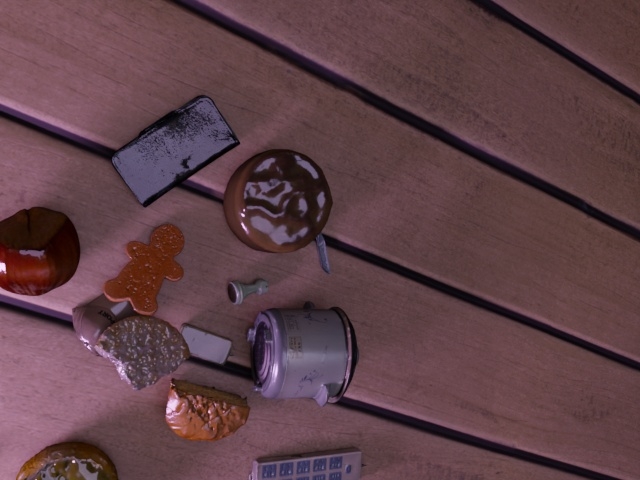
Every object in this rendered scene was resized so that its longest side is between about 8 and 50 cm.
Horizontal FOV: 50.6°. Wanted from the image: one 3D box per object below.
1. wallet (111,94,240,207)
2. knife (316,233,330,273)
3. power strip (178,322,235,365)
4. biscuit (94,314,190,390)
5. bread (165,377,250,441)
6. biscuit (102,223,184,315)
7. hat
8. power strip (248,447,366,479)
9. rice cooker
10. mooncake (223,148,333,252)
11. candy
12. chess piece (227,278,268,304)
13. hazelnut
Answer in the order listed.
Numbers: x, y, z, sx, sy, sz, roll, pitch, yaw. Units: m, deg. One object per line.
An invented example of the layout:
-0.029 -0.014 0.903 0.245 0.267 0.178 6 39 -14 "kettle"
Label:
-0.382 -0.240 1.778 0.318 0.045 0.172 -39 110 -18 "wallet"
0.000 0.000 1.974 0.028 0.015 0.210 -15 99 -27 "knife"
-0.312 0.286 1.846 0.169 0.028 0.076 25 83 -21 "power strip"
-0.450 0.286 1.724 0.265 0.040 0.188 22 73 -39 "biscuit"
-0.312 0.457 1.805 0.229 0.143 0.139 20 96 -20 "bread"
-0.438 0.069 1.755 0.165 0.036 0.250 29 67 -7 "biscuit"
-0.535 0.195 1.713 0.175 0.085 0.147 -44 107 -14 "hat"
-0.029 0.678 1.984 0.367 0.043 0.106 1 93 -24 "power strip"
-0.037 0.307 1.846 0.317 0.264 0.316 12 47 -13 "rice cooker"
-0.114 -0.105 1.842 0.284 0.155 0.284 0 91 -20 "mooncake"
-0.633 0.630 1.684 0.260 0.118 0.259 -1 93 -18 "candy"
-0.198 0.136 1.872 0.103 0.067 0.067 -12 98 -31 "chess piece"
-0.682 0.029 1.606 0.212 0.181 0.181 -10 68 -24 "hazelnut"
